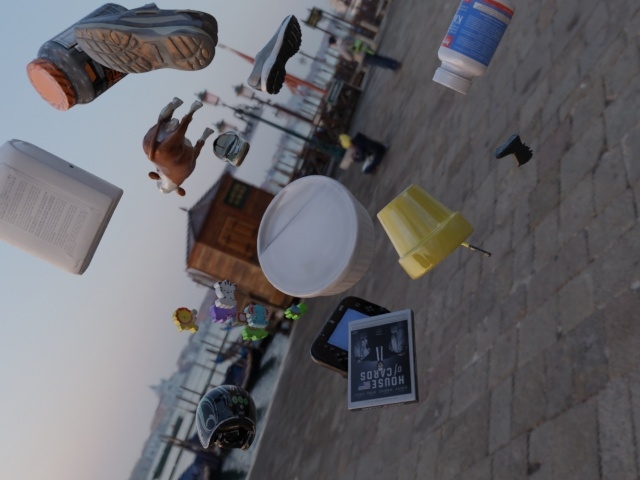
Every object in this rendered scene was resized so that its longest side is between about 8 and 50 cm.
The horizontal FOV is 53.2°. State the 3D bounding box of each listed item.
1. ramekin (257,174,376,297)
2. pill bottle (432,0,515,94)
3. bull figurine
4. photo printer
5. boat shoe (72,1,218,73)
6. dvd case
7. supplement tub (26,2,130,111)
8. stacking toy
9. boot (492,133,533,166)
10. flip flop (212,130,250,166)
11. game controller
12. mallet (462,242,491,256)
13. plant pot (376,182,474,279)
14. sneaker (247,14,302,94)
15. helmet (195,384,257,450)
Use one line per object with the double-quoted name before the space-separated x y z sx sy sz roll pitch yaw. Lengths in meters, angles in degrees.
"ramekin" 0.000 0.000 1.429 0.127 0.273 0.272 21 -88 -54
"pill bottle" 0.352 -0.462 1.498 0.124 0.124 0.221 -88 21 -73
"bull figurine" -0.335 -0.213 1.491 0.188 0.101 0.310 -64 2 -9
"photo printer" -0.677 -0.086 1.569 0.256 0.308 0.107 -60 10 17
"boat shoe" -0.397 -0.475 1.490 0.132 0.356 0.130 82 -159 -54
"dvd case" 0.153 0.298 1.598 0.179 0.029 0.238 -15 53 24
"supplement tub" -0.649 -0.513 1.798 0.316 0.194 0.193 -50 -3 -30
"stacking toy" -0.158 0.144 1.274 0.167 0.221 0.052 -32 54 43
"boot" 0.652 -0.290 2.162 0.121 0.099 0.045 -43 22 -3
"flip flop" -0.307 -0.306 2.092 0.112 0.080 0.277 -66 27 8
"game controller" 0.091 0.262 1.781 0.319 0.167 0.067 -50 -14 -56
"mallet" 0.551 0.012 2.403 0.039 0.190 0.062 -50 -37 -29
"plant pot" 0.317 -0.043 2.047 0.254 0.239 0.254 -40 -4 -3
"sneaker" -0.140 -0.570 1.933 0.271 0.108 0.100 -66 -31 -14
"helmet" -0.246 0.459 1.666 0.169 0.169 0.161 -65 29 17
